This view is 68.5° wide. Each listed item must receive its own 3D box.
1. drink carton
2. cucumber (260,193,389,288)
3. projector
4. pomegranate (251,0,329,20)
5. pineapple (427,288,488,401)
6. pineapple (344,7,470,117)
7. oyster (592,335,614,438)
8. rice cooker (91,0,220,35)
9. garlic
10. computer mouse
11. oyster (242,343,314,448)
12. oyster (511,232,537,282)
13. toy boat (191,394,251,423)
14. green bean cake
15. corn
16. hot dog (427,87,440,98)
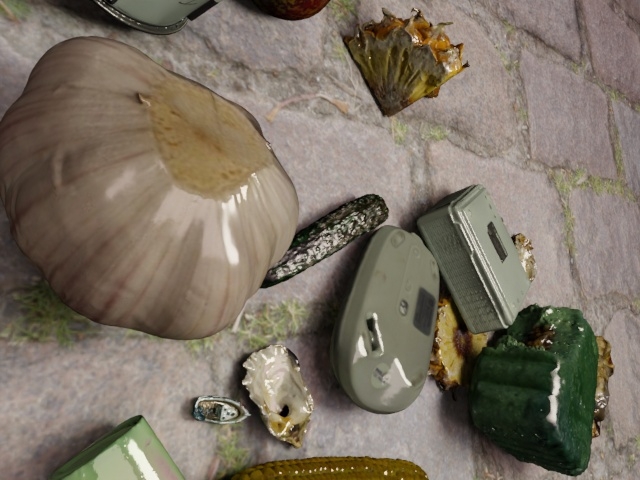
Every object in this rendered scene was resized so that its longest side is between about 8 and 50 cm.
[{"bbox_3d":[-0.206,0.280,0.503,0.144,0.146,0.142,-35,94,-37],"label":"drink carton"},{"bbox_3d":[0.000,0.000,0.758,0.294,0.068,0.067,-31,100,-36],"label":"cucumber"},{"bbox_3d":[0.316,0.029,0.936,0.192,0.099,0.256,-32,96,-51],"label":"projector"},{"bbox_3d":[-0.020,-0.460,0.727,0.214,0.248,0.214,4,90,-66],"label":"pomegranate"},{"bbox_3d":[0.269,0.203,0.928,0.221,0.047,0.220,8,77,-37],"label":"pineapple"},{"bbox_3d":[0.160,-0.336,0.900,0.115,0.186,0.236,-31,56,-34],"label":"pineapple"},{"bbox_3d":[0.711,0.391,1.212,0.128,0.079,0.345,56,51,-25],"label":"oyster"},{"bbox_3d":[-0.211,-0.399,0.581,0.241,0.227,0.280,41,44,-43],"label":"rice cooker"},{"bbox_3d":[-0.182,-0.049,0.519,0.318,0.259,0.317,29,37,-25],"label":"garlic"},{"bbox_3d":[0.112,0.126,0.800,0.197,0.095,0.330,43,50,-24],"label":"computer mouse"},{"bbox_3d":[-0.056,0.218,0.681,0.146,0.045,0.121,35,65,-18],"label":"oyster"},{"bbox_3d":[0.485,0.049,1.134,0.086,0.029,0.132,20,72,-26],"label":"oyster"},{"bbox_3d":[-0.131,0.228,0.628,0.083,0.038,0.038,20,69,-31],"label":"toy boat"},{"bbox_3d":[0.433,0.271,0.936,0.300,0.169,0.307,46,56,-37],"label":"green bean cake"},{"bbox_3d":[0.020,0.369,0.663,0.364,0.121,0.120,18,70,-35],"label":"corn"},{"bbox_3d":[0.243,-0.348,1.029,0.058,0.035,0.083,31,63,-29],"label":"hot dog"}]
